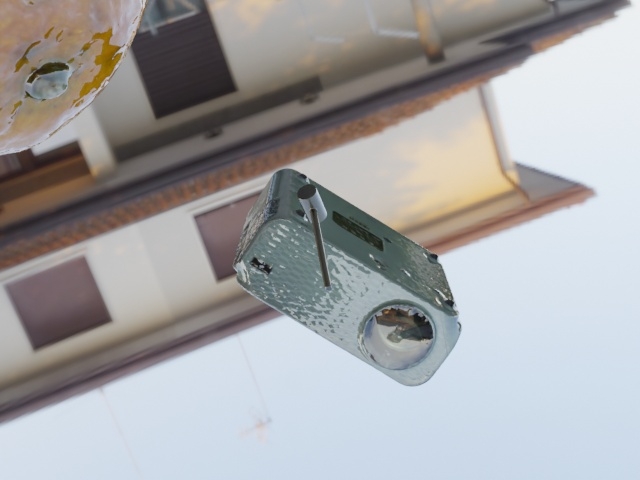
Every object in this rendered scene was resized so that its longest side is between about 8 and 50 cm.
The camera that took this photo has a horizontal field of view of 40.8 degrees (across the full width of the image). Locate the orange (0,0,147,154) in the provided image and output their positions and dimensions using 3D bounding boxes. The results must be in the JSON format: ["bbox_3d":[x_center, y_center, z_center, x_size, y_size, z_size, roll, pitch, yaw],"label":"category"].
[{"bbox_3d":[-0.277,-0.211,0.633,0.312,0.312,0.312,-17,-162,6],"label":"orange"}]

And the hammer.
[{"bbox_3d":[0.000,0.000,0.756,0.019,0.035,0.110,-18,-132,6],"label":"hammer"}]

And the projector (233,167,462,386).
[{"bbox_3d":[0.032,0.033,0.994,0.108,0.250,0.198,-55,-170,17],"label":"projector"}]
